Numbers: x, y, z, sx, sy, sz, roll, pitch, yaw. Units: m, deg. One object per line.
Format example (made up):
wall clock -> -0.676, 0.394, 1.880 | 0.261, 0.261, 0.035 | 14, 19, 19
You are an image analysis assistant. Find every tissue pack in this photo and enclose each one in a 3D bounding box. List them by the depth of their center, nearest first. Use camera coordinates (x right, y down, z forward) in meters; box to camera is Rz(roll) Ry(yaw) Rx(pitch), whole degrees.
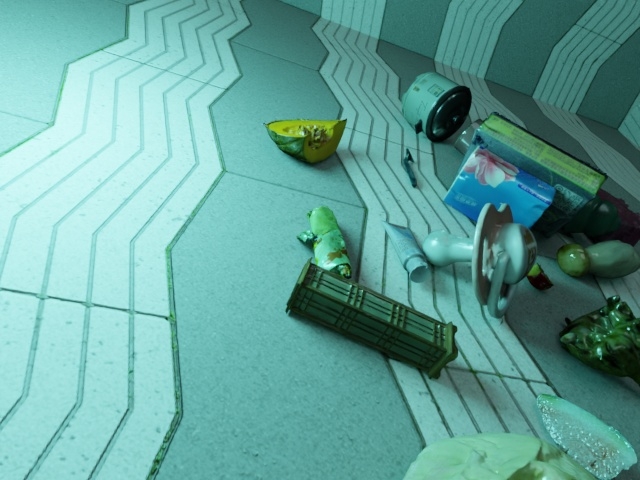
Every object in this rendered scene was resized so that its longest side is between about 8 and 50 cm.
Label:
tissue pack -> 0.541, -0.132, 1.395 | 0.270, 0.209, 0.137 | 35, 46, 11
tissue pack -> 0.657, -0.206, 1.478 | 0.394, 0.288, 0.124 | 35, 68, 15

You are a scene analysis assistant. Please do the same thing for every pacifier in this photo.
pacifier -> 0.399, 0.028, 1.096 | 0.273, 0.220, 0.332 | 44, 27, 24

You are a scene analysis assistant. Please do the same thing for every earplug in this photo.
earplug -> 0.935, -0.129, 1.611 | 0.257, 0.164, 0.280 | -30, 50, -23

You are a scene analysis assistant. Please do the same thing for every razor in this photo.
razor -> 0.302, -0.236, 1.531 | 0.066, 0.033, 0.190 | 55, 24, -34

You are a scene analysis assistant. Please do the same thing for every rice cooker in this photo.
rice cooker -> 0.472, -0.532, 1.822 | 0.281, 0.241, 0.227 | -35, 55, -10

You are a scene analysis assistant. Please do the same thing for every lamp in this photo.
lamp -> 0.100, 0.151, 0.879 | 0.325, 0.089, 0.090 | 25, 35, -1

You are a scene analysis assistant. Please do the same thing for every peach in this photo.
peach -> 0.604, 0.101, 1.265 | 0.077, 0.050, 0.083 | 25, 39, -42

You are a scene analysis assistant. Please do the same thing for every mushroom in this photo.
mushroom -> 0.896, 0.059, 1.433 | 0.350, 0.128, 0.128 | 0, 43, -24

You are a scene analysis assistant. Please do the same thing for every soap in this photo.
soap -> 1.068, -0.104, 1.727 | 0.220, 0.127, 0.324 | 10, 38, -22

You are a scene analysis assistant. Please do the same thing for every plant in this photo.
plant -> 0.697, 0.307, 1.060 | 0.251, 0.180, 0.333 | -33, 97, -57

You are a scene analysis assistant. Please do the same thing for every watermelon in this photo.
watermelon -> 0.483, 0.368, 0.854 | 0.094, 0.081, 0.180 | -8, 29, -15

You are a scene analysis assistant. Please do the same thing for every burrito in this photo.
burrito -> 0.000, 0.000, 1.014 | 0.104, 0.054, 0.288 | -1, 34, -8

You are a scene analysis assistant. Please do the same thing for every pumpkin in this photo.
pumpkin -> -0.058, -0.307, 1.362 | 0.163, 0.111, 0.278 | 23, 35, 24

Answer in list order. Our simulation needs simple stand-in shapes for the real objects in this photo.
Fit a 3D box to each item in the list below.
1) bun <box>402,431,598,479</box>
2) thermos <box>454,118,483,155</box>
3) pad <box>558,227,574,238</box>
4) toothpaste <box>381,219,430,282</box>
bun -> 0.259, 0.392, 0.566 | 0.361, 0.213, 0.361 | 15, 35, -11
thermos -> 0.679, -0.339, 1.797 | 0.265, 0.146, 0.176 | 46, 15, 14
pad -> 0.860, -0.080, 1.677 | 0.113, 0.006, 0.187 | 20, 37, -8
toothpaste -> 0.219, 0.015, 1.152 | 0.089, 0.057, 0.234 | 15, 31, -17
